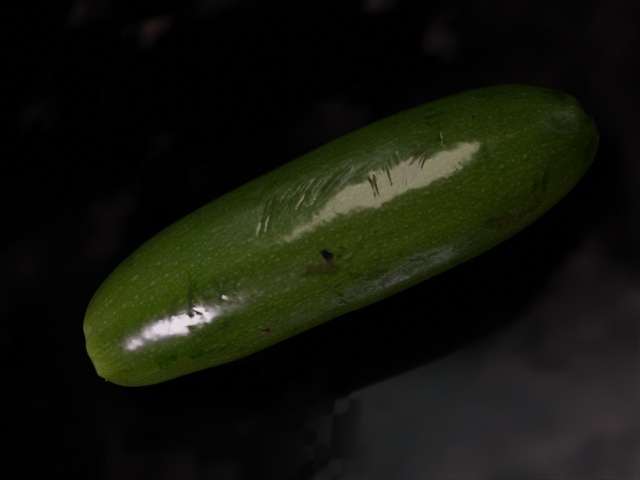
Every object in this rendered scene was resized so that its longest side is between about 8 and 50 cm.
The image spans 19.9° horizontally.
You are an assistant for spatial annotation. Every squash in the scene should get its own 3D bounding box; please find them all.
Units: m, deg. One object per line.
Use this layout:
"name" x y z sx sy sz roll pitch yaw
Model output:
"squash" 0.000 -0.001 0.906 0.292 0.082 0.082 -24 57 17
